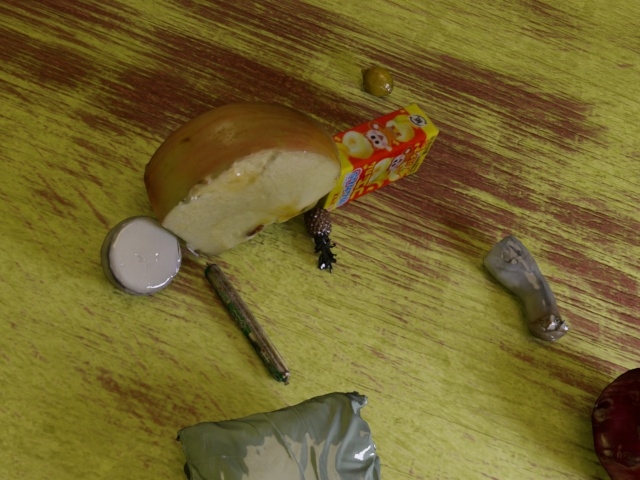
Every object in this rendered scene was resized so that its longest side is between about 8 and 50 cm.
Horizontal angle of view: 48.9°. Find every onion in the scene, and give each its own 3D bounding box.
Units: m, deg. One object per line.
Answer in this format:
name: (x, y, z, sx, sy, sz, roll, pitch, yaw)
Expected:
onion: (0.591, 0.342, 1.214, 0.247, 0.190, 0.246, 6, 73, -21)

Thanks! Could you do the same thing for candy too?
candy: (0.098, -0.167, 1.433, 0.276, 0.146, 0.088, -25, 68, -30)

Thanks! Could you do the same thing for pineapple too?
pineapple: (0.000, 0.000, 1.349, 0.058, 0.058, 0.124, 0, 62, -17)

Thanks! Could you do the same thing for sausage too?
sausage: (-0.130, 0.140, 1.228, 0.033, 0.032, 0.269, -26, 68, -29)

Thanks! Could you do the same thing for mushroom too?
mushroom: (0.411, 0.097, 1.391, 0.092, 0.081, 0.223, -7, 60, -42)

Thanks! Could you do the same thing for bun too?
bun: (-0.317, 0.026, 1.213, 0.138, 0.094, 0.138, 0, 90, -35)

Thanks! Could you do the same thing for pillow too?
pillow: (-0.032, 0.381, 1.037, 0.310, 0.138, 0.283, -9, 69, -20)

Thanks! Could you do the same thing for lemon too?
lemon: (0.131, -0.369, 1.625, 0.092, 0.065, 0.065, 39, 55, 18)

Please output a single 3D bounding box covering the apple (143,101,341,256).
apple: (-0.130, -0.126, 1.248, 0.252, 0.309, 0.314, 55, 9, -19)
